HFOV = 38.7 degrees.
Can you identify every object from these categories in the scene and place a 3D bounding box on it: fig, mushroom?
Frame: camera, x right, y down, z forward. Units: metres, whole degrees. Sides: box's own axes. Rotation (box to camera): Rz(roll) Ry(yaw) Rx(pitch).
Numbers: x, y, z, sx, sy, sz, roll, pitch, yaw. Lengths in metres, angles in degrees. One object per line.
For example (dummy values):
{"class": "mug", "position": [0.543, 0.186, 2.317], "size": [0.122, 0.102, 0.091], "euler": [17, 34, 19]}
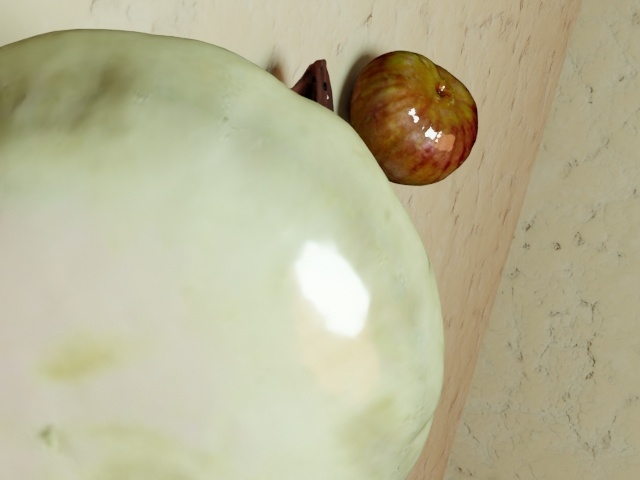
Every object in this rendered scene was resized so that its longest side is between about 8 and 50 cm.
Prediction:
{"class": "fig", "position": [0.108, -0.129, 1.073], "size": [0.202, 0.149, 0.148], "euler": [84, 13, -68]}
{"class": "mushroom", "position": [-0.099, 0.066, 0.543], "size": [0.353, 0.325, 0.353], "euler": [-49, 159, -26]}

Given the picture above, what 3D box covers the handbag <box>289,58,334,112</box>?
{"class": "handbag", "position": [-0.002, 0.000, 0.843], "size": [0.275, 0.084, 0.260], "euler": [-98, 179, -45]}
